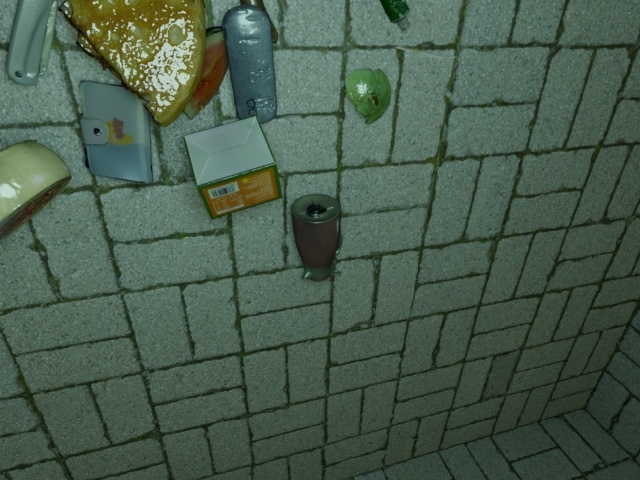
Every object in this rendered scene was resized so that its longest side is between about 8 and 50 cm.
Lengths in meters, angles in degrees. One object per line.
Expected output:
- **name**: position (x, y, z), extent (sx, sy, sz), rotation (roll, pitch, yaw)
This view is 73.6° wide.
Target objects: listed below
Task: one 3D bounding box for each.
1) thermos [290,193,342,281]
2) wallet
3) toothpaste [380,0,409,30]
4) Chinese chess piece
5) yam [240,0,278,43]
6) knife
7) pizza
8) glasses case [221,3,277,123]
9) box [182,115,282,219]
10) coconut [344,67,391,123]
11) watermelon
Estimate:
- **thermos**: position (0.000, 0.000, 1.315), extent (0.176, 0.145, 0.265), rotation (-33, 139, -30)
- **wallet**: position (-0.480, -0.255, 1.017), extent (0.169, 0.069, 0.231), rotation (7, 115, -4)
- **toothpaste**: position (0.158, -0.630, 1.038), extent (0.078, 0.047, 0.248), rotation (-38, 123, 0)
- **Chinese chess piece**: position (-0.676, -0.097, 0.919), extent (0.270, 0.270, 0.112), rotation (-39, 109, 6)
- **yam**: position (-0.163, -0.557, 0.961), extent (0.056, 0.057, 0.241), rotation (-29, 126, -1)
- **knife**: position (-0.586, -0.449, 0.880), extent (0.073, 0.041, 0.266), rotation (10, 116, -37)
- **pizza**: position (-0.374, -0.444, 0.885), extent (0.277, 0.114, 0.410), rotation (-10, 105, -8)
- **glasses case**: position (-0.163, -0.406, 1.020), extent (0.109, 0.067, 0.283), rotation (-10, 138, -10)
- **box**: position (-0.216, -0.179, 1.072), extent (0.194, 0.178, 0.148), rotation (-19, 149, -8)
- **coconut**: position (0.137, -0.398, 1.163), extent (0.158, 0.055, 0.133), rotation (33, 106, -34)
- **watermelon**: position (-0.279, -0.405, 1.012), extent (0.119, 0.063, 0.245), rotation (21, 111, -43)
